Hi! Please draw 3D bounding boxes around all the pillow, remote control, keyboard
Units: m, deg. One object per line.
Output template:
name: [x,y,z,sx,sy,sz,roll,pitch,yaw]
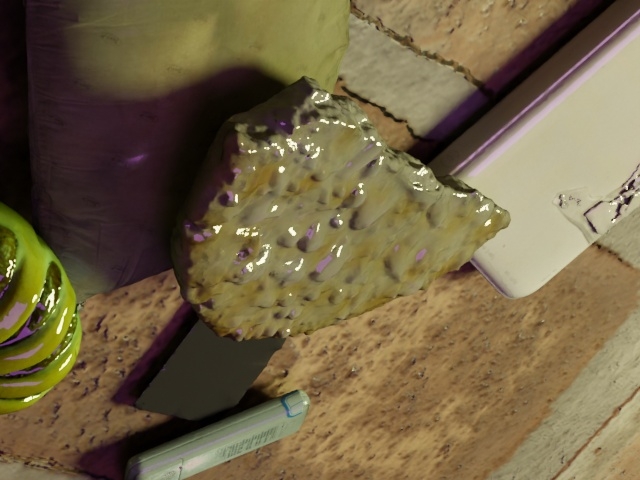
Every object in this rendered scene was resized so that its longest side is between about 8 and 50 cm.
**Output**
pillow: [-0.058,-0.099,0.736,0.185,0.075,0.302,-21,139,-27]
remote control: [-0.064,0.128,0.989,0.124,0.018,0.053,-21,159,-18]
keyboard: [-0.034,0.032,0.932,0.074,0.015,0.196,20,115,-41]

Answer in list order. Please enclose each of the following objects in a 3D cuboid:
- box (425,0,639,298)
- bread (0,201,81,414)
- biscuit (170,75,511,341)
box: [0.193,-0.086,0.960,0.285,0.044,0.142,-41,138,5]
bread: [-0.182,0.037,0.750,0.139,0.071,0.130,-24,126,31]
biscuit: [-0.001,-0.001,0.815,0.141,0.038,0.290,-46,154,11]
